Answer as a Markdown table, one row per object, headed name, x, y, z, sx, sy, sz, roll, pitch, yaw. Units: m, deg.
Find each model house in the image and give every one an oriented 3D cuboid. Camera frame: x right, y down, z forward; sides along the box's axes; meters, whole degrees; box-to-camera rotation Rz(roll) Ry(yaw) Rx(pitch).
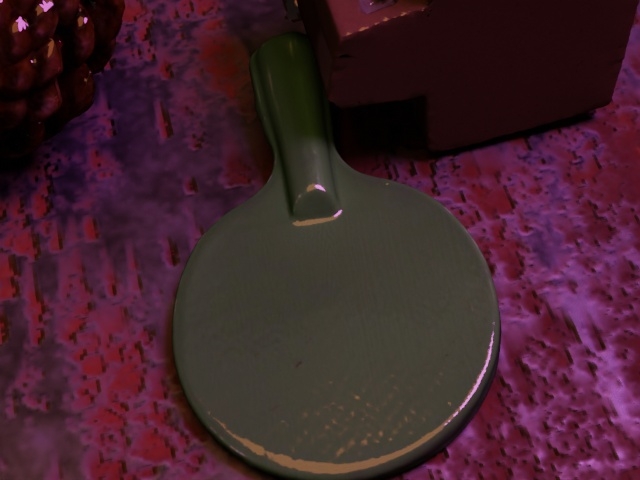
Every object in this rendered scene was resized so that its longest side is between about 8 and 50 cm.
| name | x | y | z | sx | sy | sz | roll | pitch | yaw |
| --- | --- | --- | --- | --- | --- | --- | --- | --- | --- |
| model house | 0.050 | -0.195 | 0.627 | 0.176 | 0.181 | 0.248 | -13 | 57 | -5 |

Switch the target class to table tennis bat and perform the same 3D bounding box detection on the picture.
| name | x | y | z | sx | sy | sz | roll | pitch | yaw |
| --- | --- | --- | --- | --- | --- | --- | --- | --- | --- |
| table tennis bat | 0.000 | 0.000 | 0.590 | 0.160 | 0.039 | 0.257 | -9 | 61 | -2 |

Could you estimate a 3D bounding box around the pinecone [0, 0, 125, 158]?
| name | x | y | z | sx | sy | sz | roll | pitch | yaw |
| --- | --- | --- | --- | --- | --- | --- | --- | --- | --- |
| pinecone | -0.212 | -0.140 | 0.604 | 0.221 | 0.221 | 0.221 | -2 | 56 | 3 |
